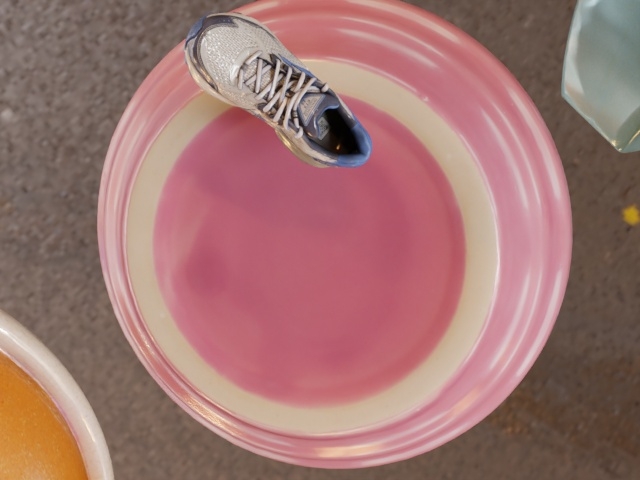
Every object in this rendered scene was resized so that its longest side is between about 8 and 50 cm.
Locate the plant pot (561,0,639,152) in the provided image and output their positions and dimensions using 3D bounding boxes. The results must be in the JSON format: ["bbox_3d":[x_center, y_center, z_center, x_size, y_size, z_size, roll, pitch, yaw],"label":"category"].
[{"bbox_3d":[0.364,-0.215,1.479,0.166,0.165,0.234,50,134,31],"label":"plant pot"}]

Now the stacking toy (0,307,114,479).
[{"bbox_3d":[-0.239,0.250,0.606,0.480,0.351,0.350,-117,12,-57],"label":"stacking toy"}]

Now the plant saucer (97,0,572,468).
[{"bbox_3d":[0.000,0.000,0.959,0.332,0.084,0.332,2,101,12],"label":"plant saucer"}]

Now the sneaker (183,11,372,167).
[{"bbox_3d":[-0.018,-0.085,0.818,0.135,0.052,0.058,34,177,-35],"label":"sneaker"}]
